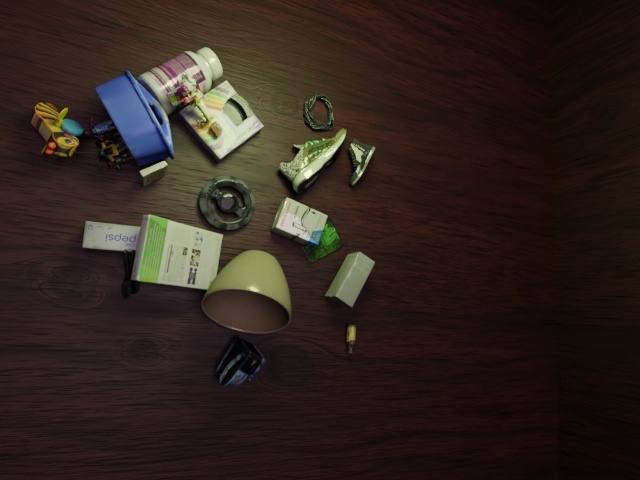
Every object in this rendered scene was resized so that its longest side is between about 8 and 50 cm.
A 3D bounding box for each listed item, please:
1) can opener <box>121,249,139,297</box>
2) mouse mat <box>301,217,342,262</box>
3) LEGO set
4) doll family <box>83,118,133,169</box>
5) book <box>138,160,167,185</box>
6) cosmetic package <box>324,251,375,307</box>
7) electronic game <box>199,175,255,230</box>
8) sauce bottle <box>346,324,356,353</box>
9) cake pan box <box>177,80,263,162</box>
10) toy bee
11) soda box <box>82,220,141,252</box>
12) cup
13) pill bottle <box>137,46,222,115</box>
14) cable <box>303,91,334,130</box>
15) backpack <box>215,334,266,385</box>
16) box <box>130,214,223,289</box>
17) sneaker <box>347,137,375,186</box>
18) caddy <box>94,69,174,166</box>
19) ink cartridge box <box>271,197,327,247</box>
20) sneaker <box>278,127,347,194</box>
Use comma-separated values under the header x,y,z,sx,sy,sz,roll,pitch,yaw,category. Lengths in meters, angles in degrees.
x,y,z,sx,sy,sz,roll,pitch,yaw,category
-0.681,0.116,1.446,0.059,0.073,0.185,4,112,-22,can opener
0.000,0.000,1.829,0.190,0.007,0.152,-28,95,-25,mouse mat
-0.482,-0.500,1.513,0.107,0.287,0.132,-39,63,-10,LEGO set
-0.791,-0.358,1.488,0.111,0.076,0.192,-30,91,-20,doll family
-0.627,-0.252,1.504,0.096,0.144,0.035,-32,97,-24,book
0.131,0.176,1.799,0.107,0.127,0.237,33,73,-16,cosmetic package
-0.382,-0.155,1.654,0.230,0.048,0.229,3,83,-25,electronic game
0.138,0.445,1.812,0.042,0.042,0.128,8,78,-23,sauce bottle
-0.407,-0.498,1.678,0.267,0.070,0.245,-43,103,-22,cake pan box
-0.886,-0.358,1.371,0.299,0.162,0.195,24,114,6,toy bee
-0.700,-0.003,1.468,0.287,0.091,0.097,6,83,-24,soda box
-0.263,0.178,1.547,0.331,0.331,0.236,23,49,-20,cup
-0.541,-0.633,1.579,0.301,0.169,0.169,-42,101,-22,pill bottle
-0.010,-0.608,1.887,0.151,0.047,0.184,-5,88,-20,cable
-0.317,0.482,1.548,0.117,0.158,0.173,41,82,-33,backpack
-0.518,0.055,1.485,0.322,0.059,0.232,20,73,-52,box
0.164,-0.373,1.922,0.118,0.083,0.221,26,80,1,sneaker
-0.653,-0.439,1.464,0.179,0.241,0.341,-29,96,-15,caddy
-0.092,-0.076,1.749,0.203,0.086,0.148,23,74,-18,ink cartridge box
-0.032,-0.400,1.803,0.182,0.158,0.410,39,64,4,sneaker
